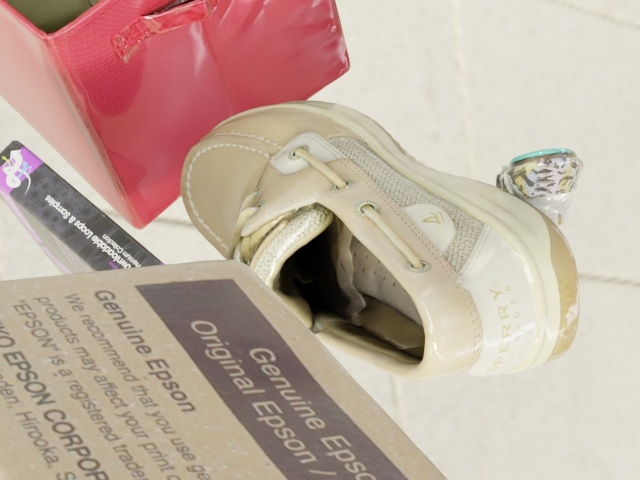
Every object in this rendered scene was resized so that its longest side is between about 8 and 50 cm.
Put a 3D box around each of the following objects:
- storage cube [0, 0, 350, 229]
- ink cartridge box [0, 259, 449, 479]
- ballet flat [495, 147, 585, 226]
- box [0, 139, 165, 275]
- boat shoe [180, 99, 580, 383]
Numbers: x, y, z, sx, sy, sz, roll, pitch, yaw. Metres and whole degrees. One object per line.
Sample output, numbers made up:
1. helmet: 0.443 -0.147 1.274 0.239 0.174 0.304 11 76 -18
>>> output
1. storage cube: -0.119 -0.159 1.131 0.184 0.215 0.193 -39 147 -14
2. ink cartridge box: -0.026 0.151 0.342 0.088 0.193 0.234 -5 124 -34
3. ballet flat: 0.110 -0.024 0.909 0.114 0.041 0.041 88 -11 -89
4. box: -0.098 0.026 0.946 0.029 0.162 0.116 -45 144 -12
5. boat shoe: 0.000 0.000 0.947 0.098 0.302 0.109 -15 115 -31
